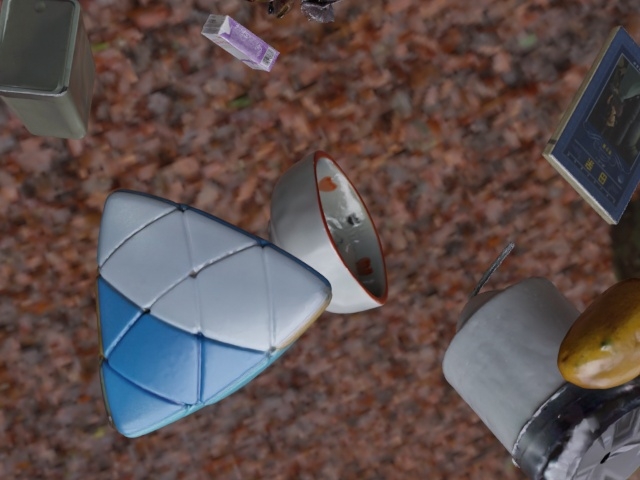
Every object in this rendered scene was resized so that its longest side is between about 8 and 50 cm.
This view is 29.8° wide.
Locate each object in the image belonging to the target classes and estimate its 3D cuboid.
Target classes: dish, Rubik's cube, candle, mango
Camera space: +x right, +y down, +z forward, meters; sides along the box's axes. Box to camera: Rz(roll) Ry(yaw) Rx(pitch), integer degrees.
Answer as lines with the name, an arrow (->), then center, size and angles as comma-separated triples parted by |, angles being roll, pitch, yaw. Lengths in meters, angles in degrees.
dish -> 0.000, 0.000, 1.851 | 0.117, 0.256, 0.256 | -23, 159, 17
Rubik's cube -> -0.079, 0.073, 1.213 | 0.254, 0.254, 0.254 | -21, 157, -9
candle -> 0.305, 0.188, 1.698 | 0.221, 0.342, 0.221 | -27, 144, -22
mango -> 0.372, 0.115, 1.493 | 0.227, 0.109, 0.147 | -22, 166, -49

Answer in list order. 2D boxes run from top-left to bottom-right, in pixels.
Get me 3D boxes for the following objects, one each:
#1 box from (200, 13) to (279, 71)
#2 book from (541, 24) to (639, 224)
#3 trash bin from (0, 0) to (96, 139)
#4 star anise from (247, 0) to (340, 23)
box -> -0.122, -0.301, 1.834 | 0.117, 0.051, 0.036 | 30, 82, -38
book -> 0.482, -0.188, 1.966 | 0.191, 0.269, 0.025 | 41, 160, -26
trash bin -> -0.438, -0.276, 1.945 | 0.122, 0.164, 0.240 | 6, 168, 0
star anise -> -0.032, -0.386, 1.727 | 0.212, 0.129, 0.283 | 9, 163, -10
